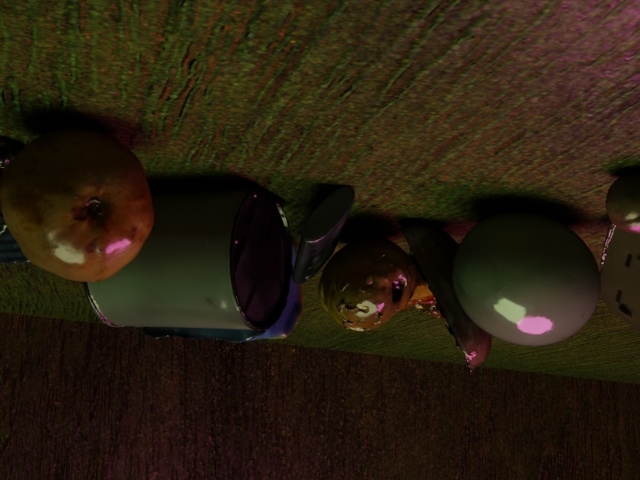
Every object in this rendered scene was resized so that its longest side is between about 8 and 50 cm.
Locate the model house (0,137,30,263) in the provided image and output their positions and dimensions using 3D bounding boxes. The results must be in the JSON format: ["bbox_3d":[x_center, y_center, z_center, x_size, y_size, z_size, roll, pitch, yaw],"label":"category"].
[{"bbox_3d":[-0.479,-0.045,1.504,0.166,0.172,0.183,2,167,17],"label":"model house"}]

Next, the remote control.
[{"bbox_3d":[0.000,0.000,1.721,0.044,0.107,0.377,45,168,6],"label":"remote control"}]

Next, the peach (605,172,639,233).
[{"bbox_3d":[0.413,-0.048,1.372,0.083,0.083,0.083,4,168,1],"label":"peach"}]

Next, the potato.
[{"bbox_3d":[0.079,0.070,1.799,0.173,0.140,0.300,-31,-174,-2],"label":"potato"}]

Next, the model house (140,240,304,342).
[{"bbox_3d":[-0.163,0.085,1.922,0.237,0.216,0.303,1,171,14],"label":"model house"}]

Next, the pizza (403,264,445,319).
[{"bbox_3d":[0.352,0.116,2.059,0.406,0.130,0.440,13,166,-26],"label":"pizza"}]

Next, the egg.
[{"bbox_3d":[0.317,0.060,1.615,0.202,0.203,0.282,-5,164,37],"label":"egg"}]

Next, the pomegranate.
[{"bbox_3d":[-0.318,-0.046,1.364,0.207,0.207,0.207,4,168,1],"label":"pomegranate"}]

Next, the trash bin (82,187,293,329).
[{"bbox_3d":[-0.204,0.030,1.635,0.262,0.217,0.277,-1,157,23],"label":"trash bin"}]

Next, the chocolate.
[{"bbox_3d":[0.223,0.083,1.741,0.083,0.261,0.161,-26,166,6],"label":"chocolate"}]

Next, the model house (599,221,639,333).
[{"bbox_3d":[0.602,0.028,1.604,0.278,0.218,0.205,-23,137,-26],"label":"model house"}]
